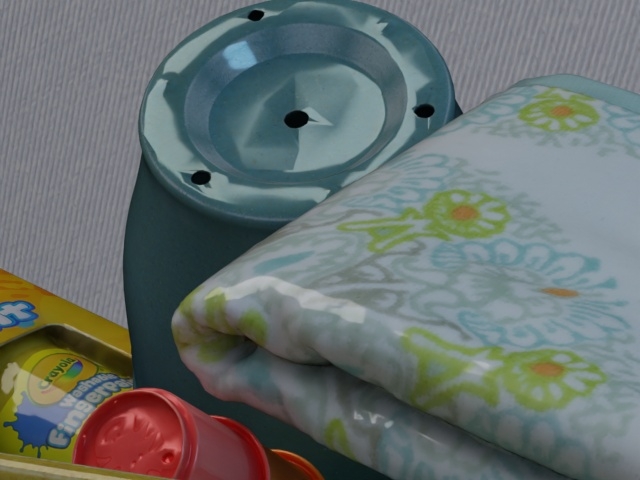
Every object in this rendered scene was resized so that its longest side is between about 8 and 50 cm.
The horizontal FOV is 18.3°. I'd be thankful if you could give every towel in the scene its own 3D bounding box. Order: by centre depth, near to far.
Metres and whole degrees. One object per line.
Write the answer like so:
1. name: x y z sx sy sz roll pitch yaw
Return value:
1. towel: 0.171 0.041 0.936 0.374 0.090 0.320 22 30 27

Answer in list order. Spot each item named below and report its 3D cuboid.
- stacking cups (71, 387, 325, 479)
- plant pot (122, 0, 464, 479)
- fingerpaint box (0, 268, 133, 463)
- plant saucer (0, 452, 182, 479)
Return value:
1. stacking cups: -0.020 0.148 0.985 0.096 0.096 0.316 -27 -35 16
2. plant pot: 0.000 0.000 1.215 0.272 0.271 0.255 -28 -38 -17
3. fingerpaint box: -0.254 0.205 1.306 0.371 0.163 0.445 23 32 30
4. plant saucer: -0.097 0.179 0.653 0.333 0.081 0.333 5 34 23
